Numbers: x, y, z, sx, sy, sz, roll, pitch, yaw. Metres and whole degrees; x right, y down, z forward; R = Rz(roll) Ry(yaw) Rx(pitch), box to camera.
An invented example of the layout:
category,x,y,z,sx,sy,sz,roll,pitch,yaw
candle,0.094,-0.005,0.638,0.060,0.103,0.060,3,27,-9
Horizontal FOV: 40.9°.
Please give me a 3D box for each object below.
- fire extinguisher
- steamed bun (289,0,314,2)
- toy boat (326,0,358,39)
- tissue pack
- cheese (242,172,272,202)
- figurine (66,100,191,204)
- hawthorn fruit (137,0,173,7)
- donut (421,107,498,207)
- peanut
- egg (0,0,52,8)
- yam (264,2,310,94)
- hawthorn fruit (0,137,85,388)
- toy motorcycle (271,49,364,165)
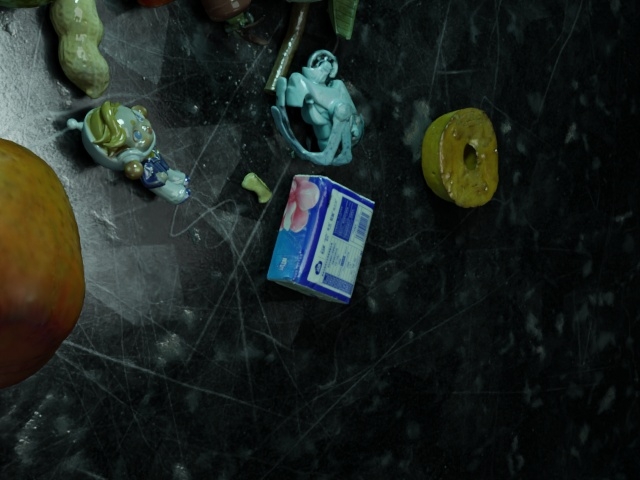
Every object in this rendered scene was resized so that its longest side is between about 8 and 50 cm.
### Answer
category,x,y,z,sx,sy,sz,roll,pitch,yaw
fire extinguisher,-0.213,-0.562,1.823,0.106,0.147,0.337,-43,119,-26
steamed bun,-0.026,-0.719,1.880,0.374,0.241,0.374,2,86,-36
toy boat,0.065,-0.638,2.106,0.093,0.055,0.293,14,85,-41
tissue pack,0.000,0.000,2.073,0.209,0.137,0.269,22,77,-39
cheese,-0.148,-0.120,2.001,0.044,0.030,0.083,-44,127,-3
figurine,-0.376,-0.183,1.754,0.274,0.133,0.194,28,43,-61
hawthorn fruit,-0.336,-0.542,1.738,0.138,0.133,0.133,-53,124,-18
donut,0.386,-0.229,2.380,0.278,0.108,0.277,-4,97,-39
peanut,-0.466,-0.390,1.672,0.104,0.086,0.227,-25,112,-55
egg,-0.546,-0.548,1.491,0.238,0.238,0.289,-36,105,-31
yam,-0.064,-0.497,2.021,0.045,0.045,0.326,43,64,-70
hawthorn fruit,-0.618,0.026,1.394,0.472,0.472,0.471,-5,98,-39
toy motorcycle,-0.007,-0.299,2.027,0.206,0.154,0.260,-36,117,-18
